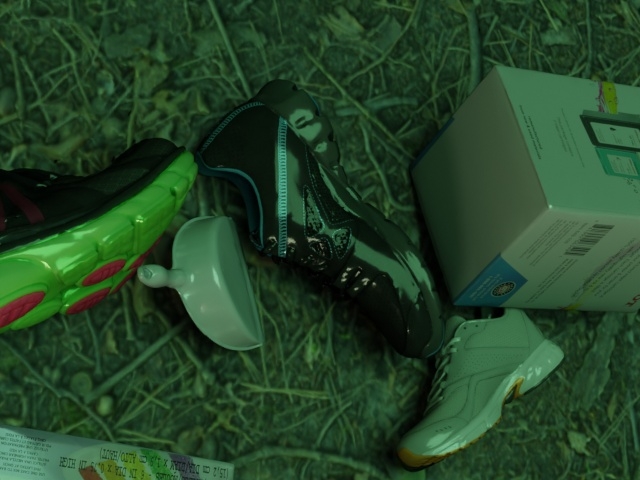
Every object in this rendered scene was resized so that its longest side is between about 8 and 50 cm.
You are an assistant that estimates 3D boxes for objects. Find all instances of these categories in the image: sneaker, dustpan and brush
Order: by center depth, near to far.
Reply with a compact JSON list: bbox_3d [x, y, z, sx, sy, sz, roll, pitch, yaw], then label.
[{"bbox_3d":[-0.303,-0.016,1.350,0.483,0.185,0.202,-27,75,-44],"label":"sneaker"},{"bbox_3d":[-0.124,0.038,1.479,0.060,0.211,0.147,-16,79,10],"label":"dustpan and brush"},{"bbox_3d":[0.000,0.000,1.583,0.140,0.125,0.341,-36,89,-19],"label":"sneaker"},{"bbox_3d":[0.154,0.154,1.641,0.262,0.099,0.121,-35,88,-41],"label":"sneaker"}]

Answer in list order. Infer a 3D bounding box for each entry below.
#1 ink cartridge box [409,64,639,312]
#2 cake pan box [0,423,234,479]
[{"bbox_3d":[0.282,-0.050,1.675,0.270,0.198,0.197,5,54,-30],"label":"ink cartridge box"},{"bbox_3d":[-0.212,0.313,1.386,0.267,0.070,0.245,16,71,-27],"label":"cake pan box"}]
